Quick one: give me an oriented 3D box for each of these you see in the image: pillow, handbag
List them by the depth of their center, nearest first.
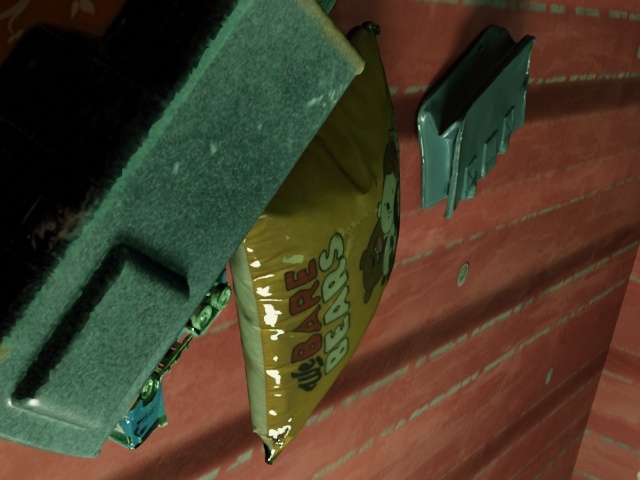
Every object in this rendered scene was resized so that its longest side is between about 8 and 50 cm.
[{"bbox_3d":[0.000,0.000,1.123,0.310,0.119,0.312,89,23,-43],"label":"pillow"},{"bbox_3d":[0.195,-0.149,1.490,0.229,0.062,0.179,-49,150,-38],"label":"handbag"}]

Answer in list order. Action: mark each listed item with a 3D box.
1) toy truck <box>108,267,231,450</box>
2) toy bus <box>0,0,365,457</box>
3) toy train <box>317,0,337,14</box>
[{"bbox_3d":[-0.135,0.092,1.000,0.175,0.067,0.081,-54,156,-38],"label":"toy truck"},{"bbox_3d":[-0.140,-0.047,0.699,0.323,0.194,0.162,-56,150,-3],"label":"toy bus"},{"bbox_3d":[-0.057,-0.176,0.932,0.409,0.086,0.089,-61,151,-19],"label":"toy train"}]
